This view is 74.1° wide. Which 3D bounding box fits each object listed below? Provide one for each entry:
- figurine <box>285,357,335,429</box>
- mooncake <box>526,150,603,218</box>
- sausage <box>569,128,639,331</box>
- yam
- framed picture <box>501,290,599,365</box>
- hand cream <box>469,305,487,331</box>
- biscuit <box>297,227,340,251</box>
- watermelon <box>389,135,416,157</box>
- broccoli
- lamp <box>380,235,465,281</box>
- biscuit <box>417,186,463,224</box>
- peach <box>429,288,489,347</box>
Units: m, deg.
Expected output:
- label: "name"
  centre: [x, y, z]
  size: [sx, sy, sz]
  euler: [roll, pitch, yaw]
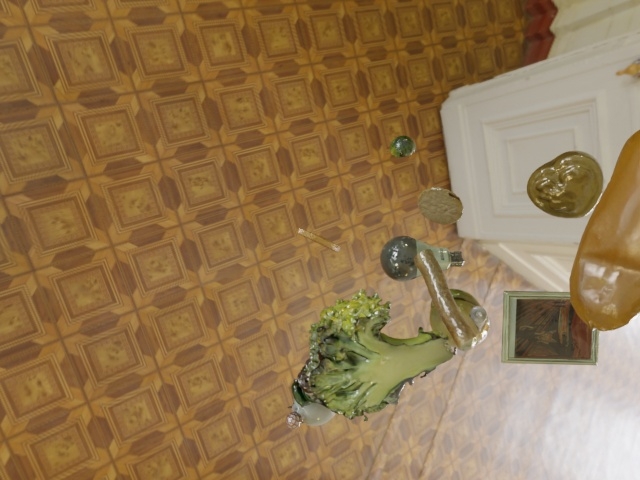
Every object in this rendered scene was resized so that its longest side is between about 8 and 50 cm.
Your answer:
- label: "figurine"
  centre: [-0.016, 0.513, 1.442]
  size: [0.281, 0.167, 0.370]
  euler: [-56, 158, -31]
- label: "mooncake"
  centre: [0.858, -0.181, 1.476]
  size: [0.117, 0.234, 0.235]
  euler: [-38, 113, -53]
- label: "sausage"
  centre: [0.528, -0.011, 0.719]
  size: [0.116, 0.134, 0.354]
  euler: [-14, 123, -54]
- label: "yam"
  centre: [0.337, 0.158, 1.162]
  size: [0.066, 0.066, 0.300]
  euler: [-2, 56, -29]
- label: "framed picture"
  centre: [0.660, 0.252, 1.211]
  size: [0.273, 0.016, 0.217]
  euler: [0, 94, 4]
- label: "hand cream"
  centre: [0.368, 0.180, 0.991]
  size: [0.165, 0.037, 0.057]
  euler: [39, 42, -65]
- label: "biscuit"
  centre: [0.000, 0.000, 1.593]
  size: [0.220, 0.142, 0.029]
  euler: [27, 87, -39]
- label: "watermelon"
  centre: [0.329, -0.384, 1.701]
  size: [0.105, 0.105, 0.062]
  euler: [-47, 145, -19]
- label: "broccoli"
  centre: [0.095, 0.200, 0.824]
  size: [0.272, 0.180, 0.243]
  euler: [-21, 114, -5]
- label: "lamp"
  centre: [0.390, 0.054, 1.669]
  size: [0.313, 0.182, 0.182]
  euler: [-16, 103, 4]
- label: "biscuit"
  centre: [0.301, -0.086, 1.068]
  size: [0.120, 0.120, 0.015]
  euler: [51, 51, -22]
- label: "peach"
  centre: [0.646, 0.371, 1.994]
  size: [0.247, 0.292, 0.292]
  euler: [-37, 114, 16]
